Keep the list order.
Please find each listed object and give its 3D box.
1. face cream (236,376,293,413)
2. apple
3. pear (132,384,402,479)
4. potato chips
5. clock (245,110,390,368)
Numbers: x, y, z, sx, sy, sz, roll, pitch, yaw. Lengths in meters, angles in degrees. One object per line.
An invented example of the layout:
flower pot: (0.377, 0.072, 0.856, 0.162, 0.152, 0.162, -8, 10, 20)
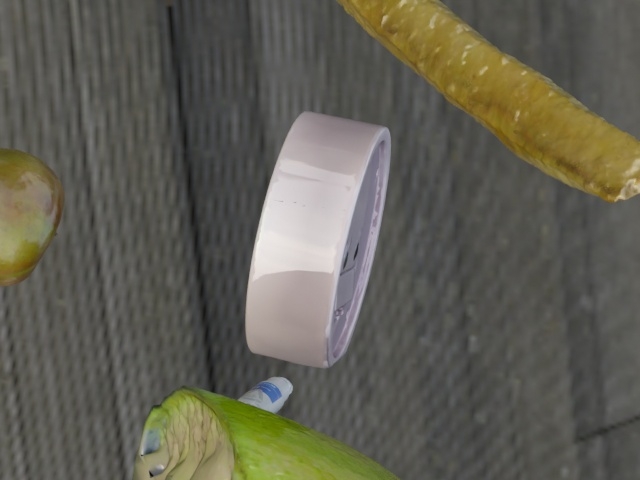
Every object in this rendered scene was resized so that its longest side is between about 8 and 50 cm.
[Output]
face cream: (-0.055, 0.155, 1.708, 0.130, 0.034, 0.034, -28, 115, -72)
apple: (-0.206, -0.015, 1.157, 0.074, 0.089, 0.089, 11, 85, -8)
pear: (-0.016, 0.281, 1.156, 0.165, 0.399, 0.398, 2, 92, -16)
potato chips: (0.098, -0.137, 1.301, 0.057, 0.407, 0.080, -45, 148, -2)
clock: (0.000, 0.000, 1.396, 0.197, 0.068, 0.196, 13, 90, -81)
